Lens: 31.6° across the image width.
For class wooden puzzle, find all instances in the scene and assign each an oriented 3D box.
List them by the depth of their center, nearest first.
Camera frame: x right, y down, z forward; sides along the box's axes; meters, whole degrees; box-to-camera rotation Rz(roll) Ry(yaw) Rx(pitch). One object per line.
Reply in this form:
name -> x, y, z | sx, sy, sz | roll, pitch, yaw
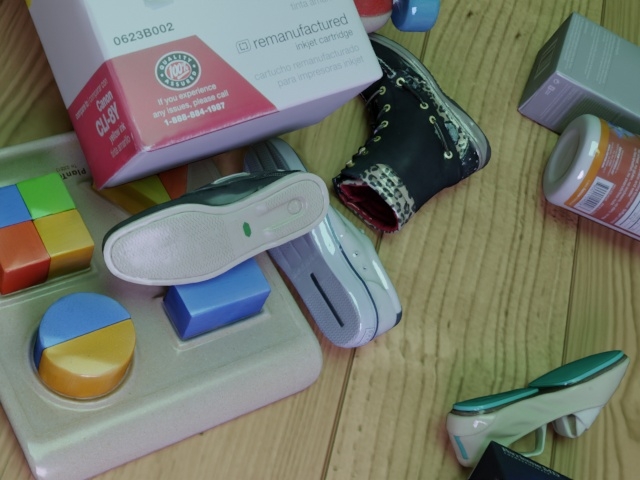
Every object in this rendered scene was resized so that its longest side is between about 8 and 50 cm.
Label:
wooden puzzle -> -0.195, 0.031, 1.134 | 0.322, 0.080, 0.348 | -18, 70, -30

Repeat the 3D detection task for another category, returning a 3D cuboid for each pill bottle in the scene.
pill bottle -> 0.397, -0.064, 1.410 | 0.216, 0.121, 0.121 | 22, 55, -10

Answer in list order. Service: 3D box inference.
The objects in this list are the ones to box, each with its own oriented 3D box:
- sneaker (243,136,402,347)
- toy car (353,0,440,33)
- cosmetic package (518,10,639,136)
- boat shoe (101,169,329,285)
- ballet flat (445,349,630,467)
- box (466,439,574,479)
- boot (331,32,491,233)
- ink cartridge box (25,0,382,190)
sneaker -> 0.000, 0.000, 1.241 | 0.091, 0.094, 0.258 | -9, 67, -49
toy car -> 0.028, -0.384, 1.342 | 0.219, 0.238, 0.210 | -1, 33, -18
cosmetic package -> 0.398, -0.182, 1.494 | 0.238, 0.107, 0.127 | 30, 54, -7
boat shoe -> -0.109, -0.017, 1.123 | 0.233, 0.084, 0.079 | -19, 27, -23
ballet flat -> 0.244, 0.187, 1.236 | 0.248, 0.086, 0.086 | -14, 68, -27
box -> 0.214, 0.300, 1.066 | 0.153, 0.108, 0.207 | 26, 12, -7
boot -> 0.068, -0.132, 1.338 | 0.236, 0.085, 0.178 | 44, 58, 8
ink cartridge box -> -0.149, -0.282, 1.138 | 0.279, 0.160, 0.385 | -21, 88, -27
